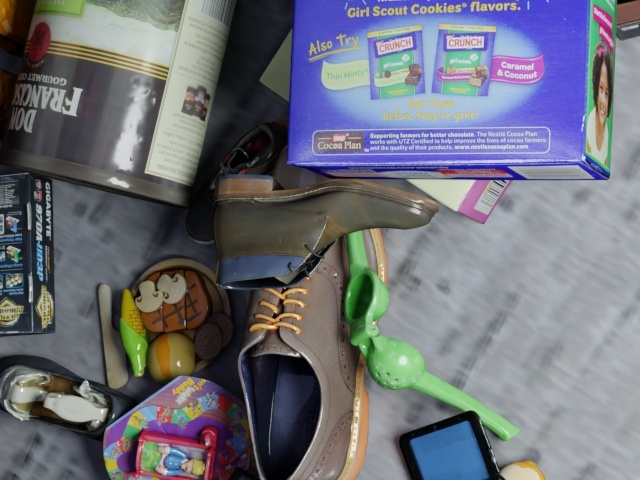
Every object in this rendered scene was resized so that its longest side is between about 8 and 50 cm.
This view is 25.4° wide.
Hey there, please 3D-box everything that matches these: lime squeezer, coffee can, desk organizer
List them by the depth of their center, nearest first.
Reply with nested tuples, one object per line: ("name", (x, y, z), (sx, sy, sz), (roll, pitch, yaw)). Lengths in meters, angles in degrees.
("desk organizer", (0.338, -0.232, 1.333), (0.130, 0.047, 0.050), (-12, 78, 18))
("lime squeezer", (0.073, 0.069, 1.344), (0.110, 0.059, 0.310), (-28, 81, -23))
("coffee can", (-0.199, -0.188, 1.444), (0.201, 0.201, 0.275), (12, 88, 21))

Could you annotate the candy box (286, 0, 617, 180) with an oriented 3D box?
("candy box", (0.119, -0.215, 1.248), (0.268, 0.122, 0.317), (1, 86, 21))

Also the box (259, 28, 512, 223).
("box", (0.107, -0.172, 1.374), (0.243, 0.117, 0.213), (35, 96, 19))

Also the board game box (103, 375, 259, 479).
("board game box", (-0.142, 0.220, 1.440), (0.168, 0.033, 0.133), (-35, 100, 13))

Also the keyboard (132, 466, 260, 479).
("keyboard", (-0.150, 0.366, 1.425), (0.201, 0.033, 0.317), (33, 96, 0))

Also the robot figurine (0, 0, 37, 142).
("robot figurine", (-0.359, -0.193, 1.455), (0.085, 0.291, 0.211), (0, 84, 20))

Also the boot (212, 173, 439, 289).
("boot", (0.000, 0.000, 1.323), (0.219, 0.082, 0.106), (4, 78, 20))

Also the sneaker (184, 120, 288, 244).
("sneaker", (-0.093, -0.065, 1.464), (0.061, 0.065, 0.158), (41, 98, 19))

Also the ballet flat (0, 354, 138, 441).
("ballet flat", (-0.286, 0.165, 1.509), (0.203, 0.074, 0.074), (14, 89, 21))

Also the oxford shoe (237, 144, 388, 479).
("oxford shoe", (-0.013, 0.070, 1.383), (0.130, 0.132, 0.364), (-5, 81, 20))

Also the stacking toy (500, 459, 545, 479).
("stacking toy", (0.151, 0.346, 1.303), (0.175, 0.166, 0.302), (10, 73, 30))

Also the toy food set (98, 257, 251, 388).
("toy food set", (-0.152, 0.083, 1.483), (0.192, 0.038, 0.132), (-13, 80, 18))

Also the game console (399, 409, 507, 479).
("game console", (0.109, 0.231, 1.326), (0.071, 0.107, 0.122), (44, 142, -12))

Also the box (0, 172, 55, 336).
("box", (-0.402, 0.023, 1.576), (0.220, 0.051, 0.175), (-5, 83, 20))
